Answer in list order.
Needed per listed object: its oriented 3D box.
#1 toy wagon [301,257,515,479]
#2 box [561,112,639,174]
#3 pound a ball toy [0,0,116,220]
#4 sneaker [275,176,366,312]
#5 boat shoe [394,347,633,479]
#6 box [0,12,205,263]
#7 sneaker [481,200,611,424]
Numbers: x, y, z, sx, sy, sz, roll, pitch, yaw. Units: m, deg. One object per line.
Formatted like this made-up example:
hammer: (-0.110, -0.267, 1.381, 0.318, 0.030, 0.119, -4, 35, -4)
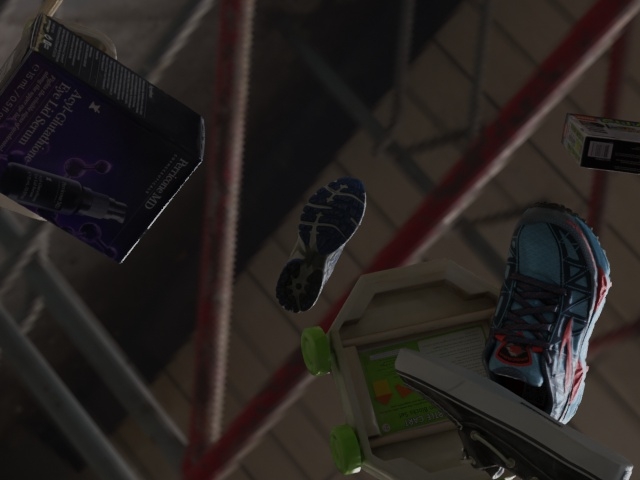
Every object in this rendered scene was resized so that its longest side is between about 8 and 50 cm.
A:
toy wagon: (0.136, 0.193, 1.795, 0.267, 0.344, 0.068, -11, 162, -15)
box: (0.372, -0.096, 1.708, 0.114, 0.207, 0.036, -95, -168, -73)
pound a ball toy: (-0.296, -0.178, 1.860, 0.319, 0.136, 0.208, 126, -20, -62)
sneaker: (0.000, 0.000, 1.459, 0.135, 0.052, 0.058, -60, 176, 9)
boat shoe: (0.147, 0.163, 1.316, 0.070, 0.219, 0.078, -63, 158, 6)
box: (-0.241, -0.102, 1.604, 0.153, 0.207, 0.108, -51, -160, 21)
sneaker: (0.218, 0.094, 1.571, 0.125, 0.104, 0.261, -35, 130, -56)
